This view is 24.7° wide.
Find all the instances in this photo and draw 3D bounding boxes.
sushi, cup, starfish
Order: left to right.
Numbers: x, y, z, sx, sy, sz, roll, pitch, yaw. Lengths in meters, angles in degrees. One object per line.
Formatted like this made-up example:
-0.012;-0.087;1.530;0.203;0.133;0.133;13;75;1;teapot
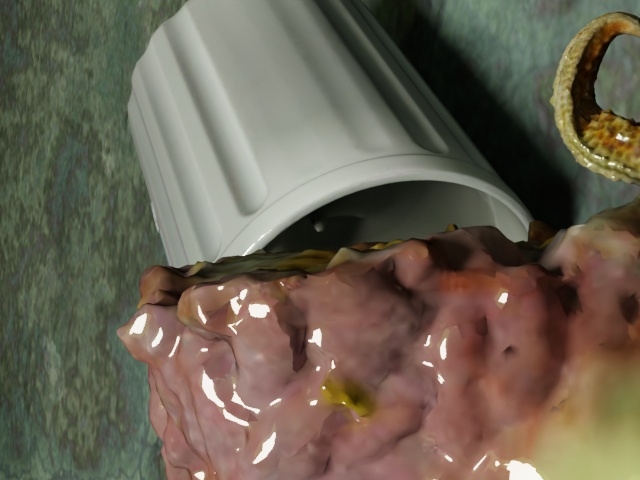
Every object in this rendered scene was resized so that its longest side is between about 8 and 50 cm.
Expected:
-0.013;-0.003;0.739;0.221;0.167;0.202;-66;33;32;cup
0.071;0.072;0.468;0.236;0.270;0.171;166;100;-74;sushi
0.162;-0.076;0.472;0.074;0.146;0.190;57;162;-7;starfish
